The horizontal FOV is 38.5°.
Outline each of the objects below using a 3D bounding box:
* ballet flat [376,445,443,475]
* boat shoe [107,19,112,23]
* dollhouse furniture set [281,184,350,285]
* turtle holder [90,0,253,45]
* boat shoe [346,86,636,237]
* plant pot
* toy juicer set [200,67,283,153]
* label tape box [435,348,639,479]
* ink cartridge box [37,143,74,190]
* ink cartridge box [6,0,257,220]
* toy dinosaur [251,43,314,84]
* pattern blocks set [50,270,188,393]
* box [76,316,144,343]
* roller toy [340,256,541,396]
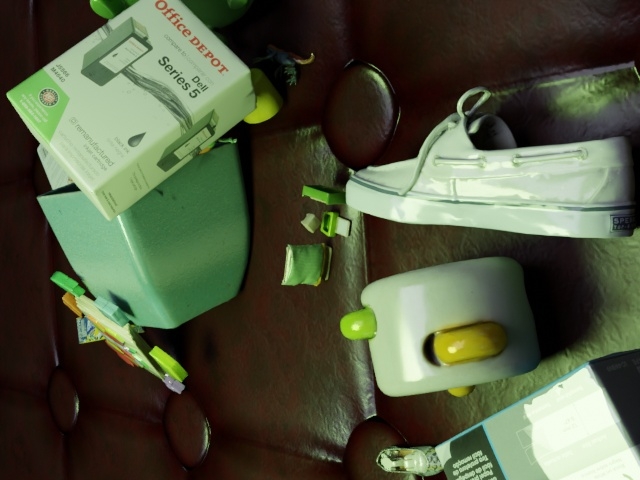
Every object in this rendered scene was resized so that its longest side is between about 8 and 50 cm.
[{"bbox_3d":[0.117,0.294,1.218,0.114,0.041,0.041,-13,84,48],"label":"ballet flat"},{"bbox_3d":[-0.318,-0.291,1.611,0.103,0.118,0.320,-36,63,51],"label":"boat shoe"},{"bbox_3d":[0.000,0.000,1.298,0.059,0.076,0.151,22,109,46],"label":"dollhouse furniture set"},{"bbox_3d":[-0.212,-0.433,1.417,0.320,0.244,0.227,102,174,-71],"label":"turtle holder"},{"bbox_3d":[0.179,-0.095,1.043,0.367,0.136,0.156,8,100,45],"label":"boat shoe"},{"bbox_3d":[-0.259,0.000,1.482,0.248,0.247,0.252,-1,110,49],"label":"plant pot"},{"bbox_3d":[-0.223,-0.208,1.460,0.329,0.209,0.089,28,156,45],"label":"toy juicer set"},{"bbox_3d":[0.299,0.323,0.961,0.249,0.115,0.347,-42,61,42],"label":"label tape box"},{"bbox_3d":[-0.459,-0.178,1.817,0.275,0.060,0.238,-48,60,39],"label":"ink cartridge box"},{"bbox_3d":[-0.254,-0.194,1.273,0.198,0.273,0.114,46,167,16],"label":"ink cartridge box"},{"bbox_3d":[-0.053,-0.272,1.380,0.090,0.047,0.082,-26,55,9],"label":"toy dinosaur"},{"bbox_3d":[-0.340,0.167,1.569,0.285,0.324,0.026,21,64,38],"label":"pattern blocks set"},{"bbox_3d":[-0.411,0.165,1.792,0.169,0.059,0.054,-14,84,48],"label":"box"},{"bbox_3d":[0.151,0.105,1.048,0.209,0.191,0.146,-19,79,44],"label":"roller toy"}]
